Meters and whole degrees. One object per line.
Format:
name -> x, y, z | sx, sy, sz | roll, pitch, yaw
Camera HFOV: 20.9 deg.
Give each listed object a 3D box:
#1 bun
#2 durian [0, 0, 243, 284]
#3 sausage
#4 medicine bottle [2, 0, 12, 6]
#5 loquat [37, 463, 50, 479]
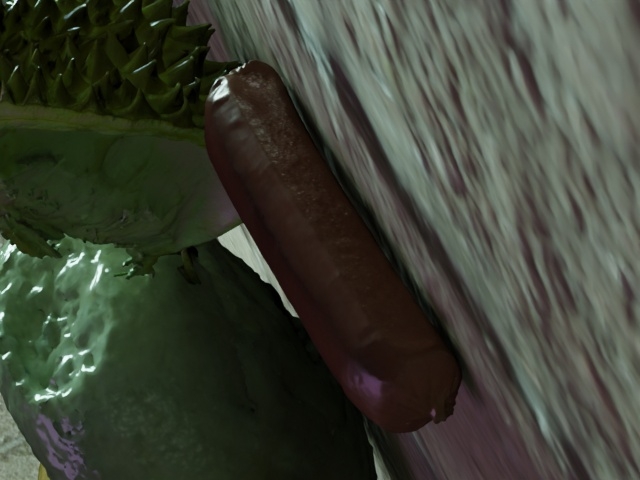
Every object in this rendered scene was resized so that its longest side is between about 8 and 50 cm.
bun -> -0.053, 0.068, 0.779 | 0.221, 0.108, 0.221 | 53, -167, -19
durian -> -0.069, -0.036, 0.620 | 0.086, 0.100, 0.215 | 59, -165, 26
sausage -> 0.000, 0.000, 0.509 | 0.147, 0.035, 0.030 | -120, 31, -41
medicine bottle -> -0.173, -0.157, 0.853 | 0.274, 0.133, 0.133 | 67, 173, -33
loquat -> -0.069, 0.170, 1.052 | 0.238, 0.193, 0.238 | -14, -90, -76
